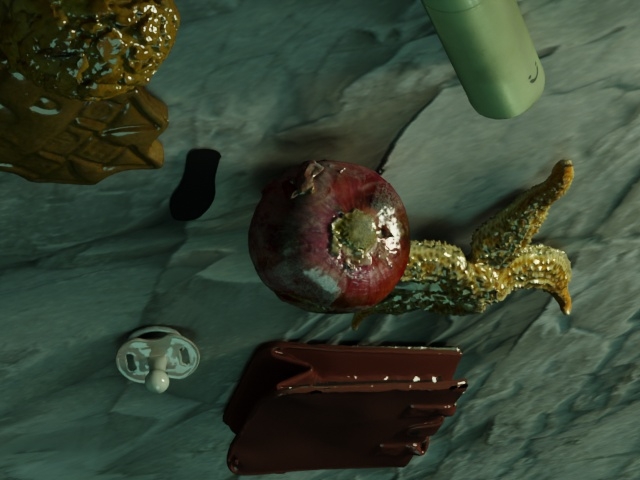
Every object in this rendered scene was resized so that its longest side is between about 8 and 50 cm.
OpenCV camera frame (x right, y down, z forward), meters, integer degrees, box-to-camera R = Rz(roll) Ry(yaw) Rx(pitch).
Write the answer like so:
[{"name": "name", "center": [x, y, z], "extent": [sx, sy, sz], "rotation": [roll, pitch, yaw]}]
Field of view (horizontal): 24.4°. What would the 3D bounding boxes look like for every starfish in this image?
[{"name": "starfish", "center": [0.130, 0.030, 1.589], "extent": [0.294, 0.084, 0.301], "rotation": [-10, 154, 3]}]

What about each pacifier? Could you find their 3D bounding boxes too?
[{"name": "pacifier", "center": [-0.192, 0.145, 1.732], "extent": [0.099, 0.078, 0.081], "rotation": [-7, 129, 2]}]

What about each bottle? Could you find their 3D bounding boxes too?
[{"name": "bottle", "center": [0.132, -0.181, 1.229], "extent": [0.072, 0.072, 0.201], "rotation": [-15, 150, 14]}]

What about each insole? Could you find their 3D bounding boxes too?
[{"name": "insole", "center": [-0.124, -0.054, 1.468], "extent": [0.045, 0.002, 0.135], "rotation": [0, 150, -14]}]

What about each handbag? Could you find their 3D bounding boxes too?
[{"name": "handbag", "center": [0.027, 0.215, 1.901], "extent": [0.276, 0.084, 0.260], "rotation": [3, 146, -18]}]

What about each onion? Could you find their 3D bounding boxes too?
[{"name": "onion", "center": [0.000, 0.000, 1.457], "extent": [0.160, 0.159, 0.195], "rotation": [4, 173, -19]}]

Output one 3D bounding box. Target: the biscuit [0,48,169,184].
[{"name": "biscuit", "center": [-0.228, -0.101, 1.334], "extent": [0.215, 0.034, 0.182], "rotation": [19, 142, -37]}]

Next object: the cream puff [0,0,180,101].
[{"name": "cream puff", "center": [-0.182, -0.166, 1.161], "extent": [0.144, 0.103, 0.126], "rotation": [-6, 150, -13]}]
